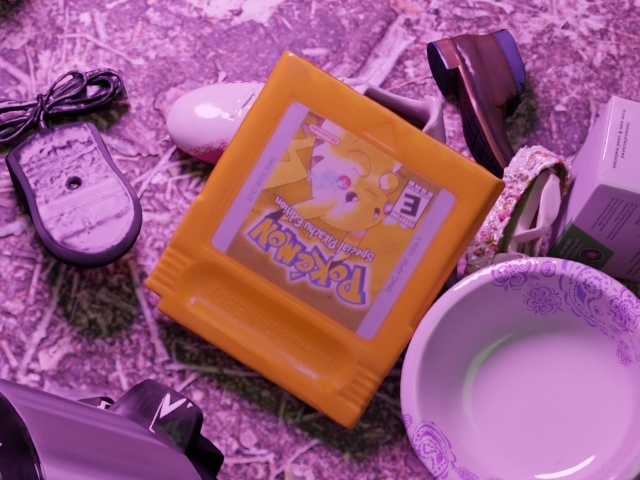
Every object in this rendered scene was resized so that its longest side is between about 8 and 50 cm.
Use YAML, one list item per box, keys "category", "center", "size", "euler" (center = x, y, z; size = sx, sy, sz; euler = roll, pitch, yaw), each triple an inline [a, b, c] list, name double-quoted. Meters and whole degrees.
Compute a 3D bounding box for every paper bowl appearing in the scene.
- category: "paper bowl"
  center: [0.236, 0.172, 1.471]
  size: [0.284, 0.148, 0.284]
  euler: [-5, 68, 14]

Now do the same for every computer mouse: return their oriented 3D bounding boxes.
- category: "computer mouse"
  center: [-0.281, -0.068, 1.589]
  size: [0.188, 0.072, 0.272]
  euler: [-18, 58, -12]

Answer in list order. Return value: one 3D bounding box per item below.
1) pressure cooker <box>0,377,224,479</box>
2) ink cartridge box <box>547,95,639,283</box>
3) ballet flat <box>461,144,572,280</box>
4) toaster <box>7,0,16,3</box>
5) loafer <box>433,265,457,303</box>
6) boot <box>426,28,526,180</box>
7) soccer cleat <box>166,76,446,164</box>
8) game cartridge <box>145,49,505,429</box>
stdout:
- category: "pressure cooker"
  center: [-0.267, 0.312, 1.239]
  size: [0.370, 0.420, 0.375]
  euler: [-27, 60, 21]
- category: "ink cartridge box"
  center: [0.432, -0.031, 1.575]
  size: [0.289, 0.211, 0.121]
  euler: [15, 64, -1]
- category: "ballet flat"
  center: [0.224, 0.000, 1.576]
  size: [0.091, 0.077, 0.241]
  euler: [25, 79, -32]
- category: "toaster"
  center: [-0.414, -0.401, 1.660]
  size: [0.186, 0.168, 0.110]
  euler: [34, 65, 7]
- category: "loafer"
  center: [0.049, -0.013, 1.596]
  size: [0.251, 0.094, 0.087]
  euler: [27, 53, 2]
- category: "boot"
  center: [0.220, -0.169, 1.679]
  size: [0.106, 0.082, 0.219]
  euler: [-19, 68, -11]
- category: "soccer cleat"
  center: [-0.014, -0.148, 1.608]
  size: [0.331, 0.143, 0.116]
  euler: [5, 66, -4]
- category: "game cartridge"
  center: [0.000, 0.000, 1.514]
  size: [0.285, 0.053, 0.323]
  euler: [31, 93, 3]
